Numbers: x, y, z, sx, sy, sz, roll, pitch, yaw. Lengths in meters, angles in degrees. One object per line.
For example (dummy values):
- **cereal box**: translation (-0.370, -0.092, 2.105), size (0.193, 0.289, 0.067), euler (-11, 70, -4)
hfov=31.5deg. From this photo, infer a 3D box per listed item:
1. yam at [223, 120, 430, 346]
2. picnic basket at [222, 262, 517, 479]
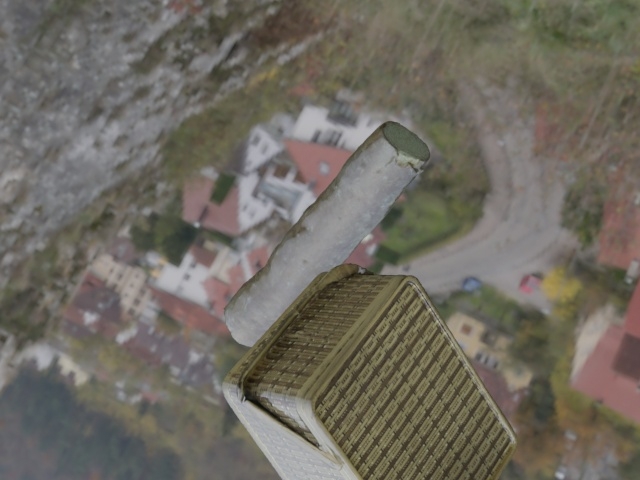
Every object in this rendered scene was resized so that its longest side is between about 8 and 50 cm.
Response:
- **yam**: translation (0.000, 0.000, 0.934), size (0.061, 0.061, 0.274), euler (30, 133, -10)
- **picnic basket**: translation (0.032, 0.106, 0.672), size (0.079, 0.115, 0.164), euler (1, 132, 49)
